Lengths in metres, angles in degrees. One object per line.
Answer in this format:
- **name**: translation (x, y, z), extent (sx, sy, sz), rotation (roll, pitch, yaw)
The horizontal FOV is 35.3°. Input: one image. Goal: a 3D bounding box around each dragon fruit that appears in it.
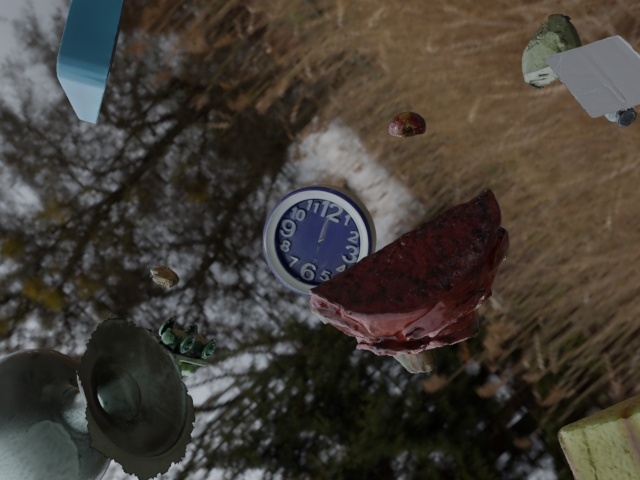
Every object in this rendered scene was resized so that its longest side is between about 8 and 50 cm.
- **dragon fruit**: translation (0.167, 0.099, 1.428), extent (0.152, 0.316, 0.205), rotation (49, 165, 43)

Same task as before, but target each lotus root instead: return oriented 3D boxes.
- **lotus root**: translation (0.472, -0.398, 2.075), extent (0.070, 0.143, 0.144), rotation (13, -114, -27)

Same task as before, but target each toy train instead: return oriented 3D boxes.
- **toy train**: translation (-0.307, 0.245, 2.184), extent (0.083, 0.132, 0.200), rotation (32, 179, 23)

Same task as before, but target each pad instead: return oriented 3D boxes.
- **pad**: translation (0.515, -0.297, 1.807), extent (0.232, 0.156, 0.004), rotation (-109, 3, -51)

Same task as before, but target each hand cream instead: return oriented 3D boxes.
- **hand cream**: translation (0.567, -0.330, 2.092), extent (0.091, 0.058, 0.271), rotation (2, -140, -25)

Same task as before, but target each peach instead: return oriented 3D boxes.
- **peach**: translation (0.180, -0.245, 2.103), extent (0.083, 0.077, 0.050), rotation (-100, 3, -78)

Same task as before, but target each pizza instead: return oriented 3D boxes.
- **pizza**: translation (-0.204, 0.048, 1.313), extent (0.037, 0.016, 0.083), rotation (12, -170, -22)

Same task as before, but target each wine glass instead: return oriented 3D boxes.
- **wine glass**: translation (-0.355, 0.249, 1.363), extent (0.238, 0.322, 0.238), rotation (34, -138, -37)

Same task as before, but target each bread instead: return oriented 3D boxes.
- **bread**: translation (0.602, 0.369, 1.752), extent (0.361, 0.233, 0.245), rotation (-1, -112, -59)

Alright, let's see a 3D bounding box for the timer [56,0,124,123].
- **timer**: translation (-0.423, -0.358, 1.865), extent (0.091, 0.232, 0.250), rotation (11, 164, -11)

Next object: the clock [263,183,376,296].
- **clock**: translation (0.000, 0.000, 2.082), extent (0.230, 0.230, 0.083), rotation (47, -164, 5)
